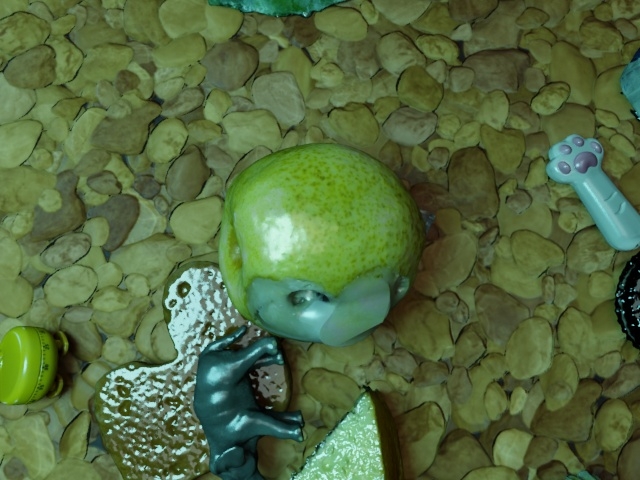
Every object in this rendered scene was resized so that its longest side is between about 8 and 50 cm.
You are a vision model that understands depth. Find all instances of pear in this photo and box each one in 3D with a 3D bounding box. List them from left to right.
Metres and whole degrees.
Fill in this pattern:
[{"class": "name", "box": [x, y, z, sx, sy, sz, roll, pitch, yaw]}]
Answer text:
[{"class": "pear", "box": [0.000, 0.000, 0.670, 0.271, 0.271, 0.271, 0, 81, -2]}]

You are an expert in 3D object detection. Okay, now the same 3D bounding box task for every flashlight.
[{"class": "flashlight", "box": [0.431, -0.073, 0.801, 0.093, 0.047, 0.200, -31, 83, -7]}]

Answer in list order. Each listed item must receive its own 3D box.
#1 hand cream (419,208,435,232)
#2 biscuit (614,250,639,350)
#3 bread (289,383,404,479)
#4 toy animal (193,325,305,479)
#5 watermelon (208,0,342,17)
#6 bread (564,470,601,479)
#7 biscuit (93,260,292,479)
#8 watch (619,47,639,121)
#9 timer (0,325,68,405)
[{"class": "hand cream", "box": [0.071, -0.058, 0.790, 0.210, 0.043, 0.067, 29, 82, -3]}, {"class": "biscuit", "box": [0.537, 0.097, 0.775, 0.194, 0.053, 0.194, 0, 81, -2]}, {"class": "bread", "box": [0.031, 0.323, 0.666, 0.134, 0.129, 0.260, 36, 77, 20]}, {"class": "toy animal", "box": [-0.088, 0.244, 0.665, 0.137, 0.082, 0.269, -8, 87, -4]}, {"class": "watermelon", "box": [-0.073, -0.523, 0.800, 0.264, 0.151, 0.302, -2, 81, -2]}, {"class": "bread", "box": [0.335, 0.433, 0.685, 0.210, 0.110, 0.192, -25, 76, -6]}, {"class": "biscuit", "box": [-0.188, 0.188, 0.727, 0.277, 0.052, 0.262, -34, 87, -9]}, {"class": "watch", "box": [0.651, -0.256, 0.839, 0.274, 0.068, 0.276, -43, 85, -13]}, {"class": "timer", "box": [-0.409, 0.167, 0.695, 0.107, 0.109, 0.107, -10, 74, 39]}]
